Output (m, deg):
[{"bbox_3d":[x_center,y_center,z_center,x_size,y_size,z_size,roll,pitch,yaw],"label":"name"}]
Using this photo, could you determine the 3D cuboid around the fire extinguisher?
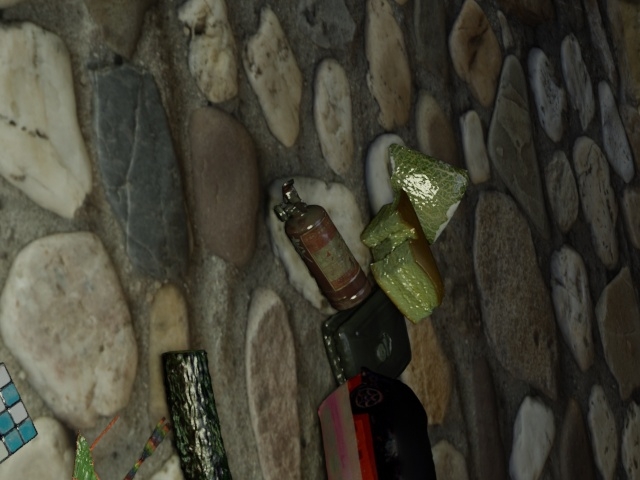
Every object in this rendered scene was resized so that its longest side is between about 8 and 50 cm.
[{"bbox_3d":[0.003,-0.005,1.855,0.075,0.106,0.252,-46,119,-29],"label":"fire extinguisher"}]

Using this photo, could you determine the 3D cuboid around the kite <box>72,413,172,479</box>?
[{"bbox_3d":[-0.247,0.310,1.477,0.244,0.006,0.198,-49,118,-50],"label":"kite"}]

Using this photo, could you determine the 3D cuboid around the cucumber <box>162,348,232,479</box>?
[{"bbox_3d":[-0.155,0.287,1.566,0.068,0.068,0.293,-13,91,-56],"label":"cucumber"}]

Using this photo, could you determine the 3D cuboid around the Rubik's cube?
[{"bbox_3d":[-0.377,0.194,1.254,0.092,0.092,0.092,-39,111,-53],"label":"Rubik's cube"}]

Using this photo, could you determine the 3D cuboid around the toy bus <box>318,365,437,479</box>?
[{"bbox_3d":[0.091,0.345,1.760,0.128,0.147,0.302,31,37,-36],"label":"toy bus"}]

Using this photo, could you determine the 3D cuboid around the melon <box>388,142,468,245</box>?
[{"bbox_3d":[0.208,-0.103,2.186,0.093,0.140,0.202,-65,132,-73],"label":"melon"}]

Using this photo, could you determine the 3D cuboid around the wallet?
[{"bbox_3d":[0.092,0.171,1.978,0.245,0.052,0.168,-34,109,-57],"label":"wallet"}]

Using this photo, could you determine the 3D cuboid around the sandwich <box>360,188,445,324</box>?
[{"bbox_3d":[0.136,0.017,2.021,0.088,0.090,0.244,19,46,-46],"label":"sandwich"}]
